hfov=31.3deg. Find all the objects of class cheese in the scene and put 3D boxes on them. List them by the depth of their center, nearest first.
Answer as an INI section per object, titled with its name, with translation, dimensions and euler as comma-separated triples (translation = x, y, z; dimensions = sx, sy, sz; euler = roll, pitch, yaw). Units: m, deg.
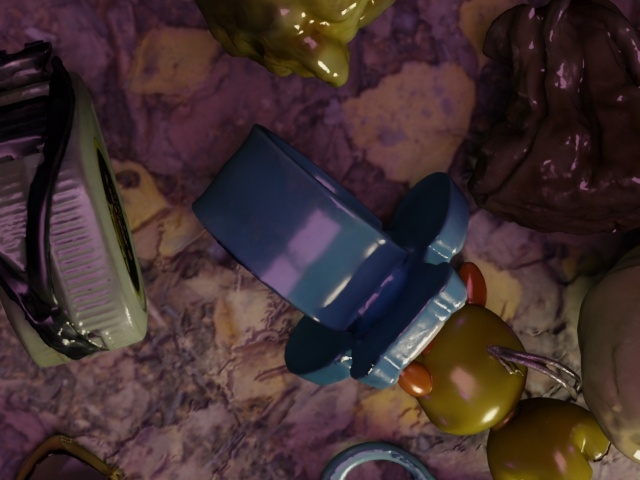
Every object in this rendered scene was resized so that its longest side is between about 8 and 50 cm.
[cheese]
translation = -0.251, 0.253, 1.011
dimensions = 0.086, 0.036, 0.162
euler = 37, 95, -17

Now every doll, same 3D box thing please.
[doll]
translation = 0.144, 0.126, 0.997
dimensions = 0.221, 0.135, 0.143
euler = 53, 55, -16

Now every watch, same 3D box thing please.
[watch]
translation = 0.000, 0.000, 0.914
dimensions = 0.193, 0.211, 0.211
euler = 37, 95, -19

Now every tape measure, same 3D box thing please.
[tape measure]
translation = -0.213, -0.026, 0.872
dimensions = 0.115, 0.207, 0.235
euler = -15, 106, -2

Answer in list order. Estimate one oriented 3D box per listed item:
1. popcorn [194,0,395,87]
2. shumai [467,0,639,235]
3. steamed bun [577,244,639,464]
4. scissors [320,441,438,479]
[popcorn]
translation = -0.036, -0.249, 0.834
dimensions = 0.293, 0.293, 0.237
euler = 36, 58, -14
[shumai]
translation = 0.226, -0.110, 0.916
dimensions = 0.184, 0.218, 0.185
euler = -45, 131, -41
[steamed bun]
translation = 0.342, 0.083, 0.978
dimensions = 0.289, 0.203, 0.276
euler = -27, 131, -12
[scissors]
translation = 0.160, 0.285, 1.082
dimensions = 0.392, 0.032, 0.180
euler = 5, 102, -10
